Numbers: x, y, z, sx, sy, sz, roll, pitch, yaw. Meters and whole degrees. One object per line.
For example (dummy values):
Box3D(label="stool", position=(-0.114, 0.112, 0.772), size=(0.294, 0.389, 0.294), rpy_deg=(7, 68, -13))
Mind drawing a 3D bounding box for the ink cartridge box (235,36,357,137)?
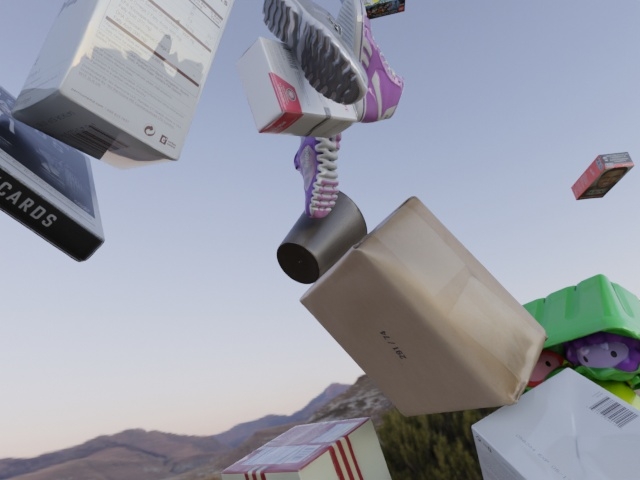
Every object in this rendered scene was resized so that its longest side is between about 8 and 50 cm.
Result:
Box3D(label="ink cartridge box", position=(-0.042, -0.299, 0.906), size=(0.218, 0.158, 0.092), rpy_deg=(-11, -11, -46))

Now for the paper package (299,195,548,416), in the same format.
Box3D(label="paper package", position=(0.160, 0.137, 0.809), size=(0.168, 0.325, 0.309), rpy_deg=(-40, -5, -32))

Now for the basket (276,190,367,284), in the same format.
Box3D(label="basket", position=(0.000, 0.000, 1.177), size=(0.154, 0.204, 0.227), rpy_deg=(-17, 22, 42))

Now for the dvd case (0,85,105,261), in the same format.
Box3D(label="dvd case", position=(-0.265, -0.090, 0.365), size=(0.029, 0.239, 0.179), rpy_deg=(-44, -53, -3))

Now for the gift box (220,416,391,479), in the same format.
Box3D(label="gift box", position=(0.002, 0.499, 0.813), size=(0.255, 0.257, 0.277), rpy_deg=(-11, -10, -46))

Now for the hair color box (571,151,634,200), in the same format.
Box3D(label="hair color box", position=(0.684, -0.154, 1.096), size=(0.072, 0.043, 0.141), rpy_deg=(-6, -27, 0))

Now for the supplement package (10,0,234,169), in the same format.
Box3D(label="supplement package", position=(-0.167, -0.168, 0.397), size=(0.105, 0.179, 0.105), rpy_deg=(0, -20, 40))

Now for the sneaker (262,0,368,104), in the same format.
Box3D(label="sneaker", position=(0.011, -0.370, 0.825), size=(0.115, 0.281, 0.105), rpy_deg=(-24, -19, -32))

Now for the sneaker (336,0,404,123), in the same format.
Box3D(label="sneaker", position=(0.122, -0.427, 1.078), size=(0.161, 0.281, 0.102), rpy_deg=(-11, 15, -25))

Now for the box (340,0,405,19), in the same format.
Box3D(label="box", position=(0.130, -0.725, 1.286), size=(0.159, 0.232, 0.044), rpy_deg=(-14, -29, -2))

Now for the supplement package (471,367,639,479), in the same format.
Box3D(label="supplement package", position=(0.383, 0.378, 0.657), size=(0.198, 0.262, 0.199), rpy_deg=(-24, 23, -14))

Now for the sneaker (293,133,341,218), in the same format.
Box3D(label="sneaker", position=(-0.016, -0.171, 1.089), size=(0.105, 0.236, 0.095), rpy_deg=(5, 0, 31))

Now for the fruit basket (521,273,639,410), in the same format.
Box3D(label="fruit basket", position=(0.565, 0.312, 0.973), size=(0.283, 0.391, 0.392), rpy_deg=(29, -37, -15))
